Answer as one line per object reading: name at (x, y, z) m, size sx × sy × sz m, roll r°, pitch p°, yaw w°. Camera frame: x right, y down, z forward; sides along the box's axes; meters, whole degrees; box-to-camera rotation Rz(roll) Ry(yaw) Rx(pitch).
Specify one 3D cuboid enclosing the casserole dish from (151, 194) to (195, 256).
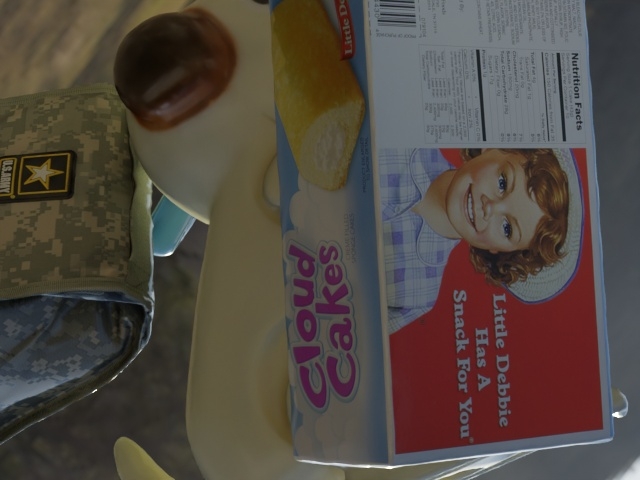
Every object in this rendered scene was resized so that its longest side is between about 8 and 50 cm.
casserole dish at (-0.132, -0.042, 1.776) m, size 0.114 × 0.037 × 0.188 m, roll -58°, pitch -177°, yaw 16°

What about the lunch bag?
lunch bag at (-0.248, 0.017, 1.432) m, size 0.287 × 0.169 × 0.235 m, roll -32°, pitch -141°, yaw 24°

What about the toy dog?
toy dog at (0.000, 0.000, 1.358) m, size 0.395 × 0.408 × 0.284 m, roll -26°, pitch 168°, yaw 27°

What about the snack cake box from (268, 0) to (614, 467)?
snack cake box at (0.064, -0.019, 0.954) m, size 0.152 × 0.264 × 0.089 m, roll -2°, pitch 178°, yaw -36°
